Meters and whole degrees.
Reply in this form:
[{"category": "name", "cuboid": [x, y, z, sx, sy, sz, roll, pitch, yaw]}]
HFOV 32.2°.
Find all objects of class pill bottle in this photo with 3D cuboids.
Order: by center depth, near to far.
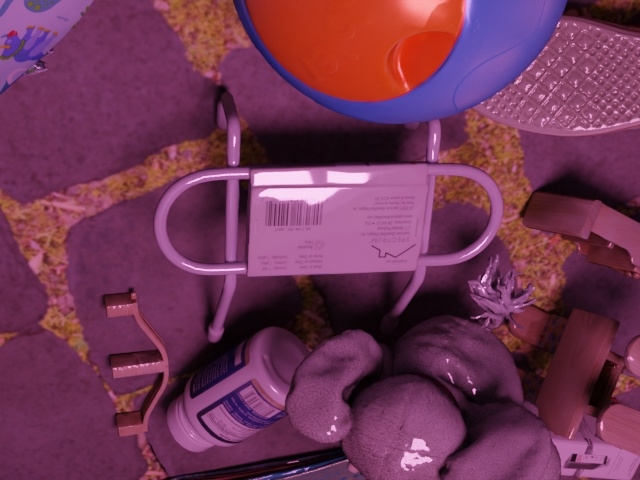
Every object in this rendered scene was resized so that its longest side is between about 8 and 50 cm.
[{"category": "pill bottle", "cuboid": [-0.092, 0.171, 1.229, 0.094, 0.094, 0.169, 36, 127, -28]}]

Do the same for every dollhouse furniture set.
[{"category": "dollhouse furniture set", "cuboid": [0.280, 0.090, 1.217, 0.161, 0.212, 0.242, 24, 86, -26]}]

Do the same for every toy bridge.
[{"category": "toy bridge", "cuboid": [-0.203, 0.137, 1.241, 0.063, 0.026, 0.188, -6, 121, -12]}]

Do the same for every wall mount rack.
[{"category": "wall mount rack", "cuboid": [0.000, 0.000, 1.151, 0.350, 0.130, 0.304, -1, 117, -12]}]

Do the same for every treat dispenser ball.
[{"category": "treat dispenser ball", "cuboid": [0.065, -0.241, 0.918, 0.288, 0.288, 0.288, -6, 121, -9]}]

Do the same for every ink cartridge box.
[{"category": "ink cartridge box", "cuboid": [0.316, 0.241, 1.373, 0.135, 0.099, 0.056, 8, 119, -16]}]

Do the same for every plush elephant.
[{"category": "plush elephant", "cuboid": [0.105, 0.200, 1.143, 0.272, 0.255, 0.330, 27, 127, 24]}]

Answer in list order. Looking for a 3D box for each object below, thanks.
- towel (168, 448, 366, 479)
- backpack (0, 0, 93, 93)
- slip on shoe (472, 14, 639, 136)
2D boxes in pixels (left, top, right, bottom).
[{"category": "towel", "cuboid": [-0.050, 0.427, 1.443, 0.272, 0.040, 0.370, -10, 123, -6]}, {"category": "backpack", "cuboid": [-0.332, -0.223, 0.867, 0.356, 0.273, 0.290, -24, 163, 17]}, {"category": "slip on shoe", "cuboid": [0.300, -0.171, 1.123, 0.331, 0.101, 0.123, -3, 100, 3]}]
